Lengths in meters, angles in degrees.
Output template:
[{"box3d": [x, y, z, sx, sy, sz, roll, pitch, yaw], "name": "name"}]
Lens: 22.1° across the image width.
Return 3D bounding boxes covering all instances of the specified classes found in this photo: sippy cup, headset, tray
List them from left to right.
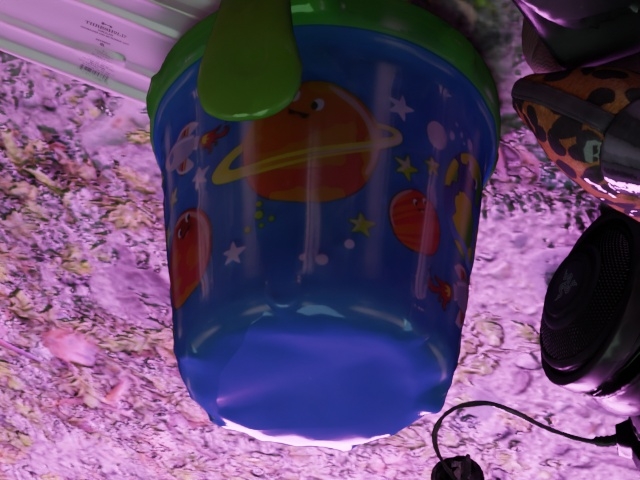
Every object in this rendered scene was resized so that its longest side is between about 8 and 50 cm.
[{"box3d": [-0.142, -0.145, 1.089, 0.270, 0.030, 0.145, 21, 140, -5], "name": "tray"}, {"box3d": [0.000, 0.000, 1.028, 0.305, 0.224, 0.240, 29, 135, -30], "name": "sippy cup"}, {"box3d": [0.242, 0.108, 1.129, 0.394, 0.185, 0.243, -29, 123, 26], "name": "headset"}]

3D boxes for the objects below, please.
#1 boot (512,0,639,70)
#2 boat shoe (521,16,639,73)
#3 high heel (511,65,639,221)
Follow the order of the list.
[{"box3d": [0.263, -0.241, 0.712, 0.445, 0.146, 0.367, -8, 145, 21], "name": "boot"}, {"box3d": [0.297, -0.113, 0.928, 0.355, 0.132, 0.130, 4, 157, 26], "name": "boat shoe"}, {"box3d": [0.217, -0.030, 0.946, 0.186, 0.093, 0.261, 30, -179, 24], "name": "high heel"}]
